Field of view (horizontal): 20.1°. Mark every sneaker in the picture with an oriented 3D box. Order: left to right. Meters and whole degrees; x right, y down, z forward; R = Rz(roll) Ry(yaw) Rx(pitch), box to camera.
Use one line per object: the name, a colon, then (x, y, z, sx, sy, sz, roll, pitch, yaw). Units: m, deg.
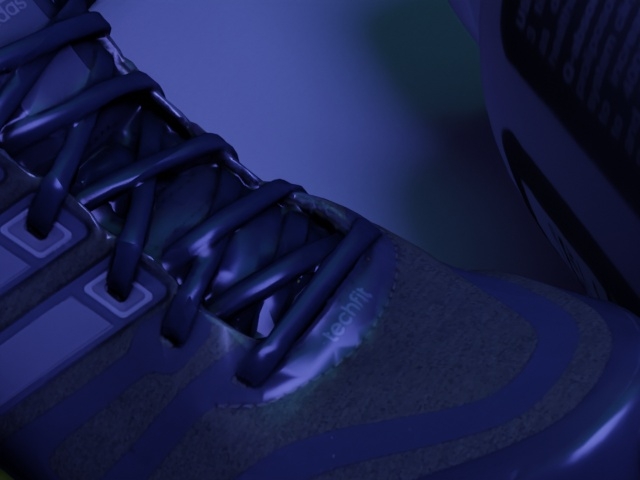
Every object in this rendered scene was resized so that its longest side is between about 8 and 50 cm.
sneaker: (-0.060, 0.000, 0.424, 0.300, 0.121, 0.111, 15, 42, 22)

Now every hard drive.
hard drive: (0.000, 0.000, 0.587, 0.233, 0.047, 0.353, 17, 39, 11)

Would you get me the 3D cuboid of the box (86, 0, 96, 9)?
box: (-0.201, -0.109, 0.742, 0.191, 0.045, 0.184, -12, 31, -22)

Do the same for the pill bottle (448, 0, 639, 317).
pill bottle: (0.162, -0.032, 0.443, 0.210, 0.210, 0.363, 0, 32, -19)
